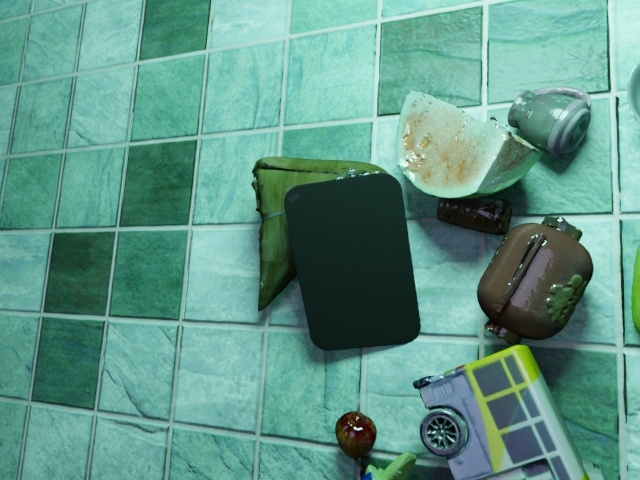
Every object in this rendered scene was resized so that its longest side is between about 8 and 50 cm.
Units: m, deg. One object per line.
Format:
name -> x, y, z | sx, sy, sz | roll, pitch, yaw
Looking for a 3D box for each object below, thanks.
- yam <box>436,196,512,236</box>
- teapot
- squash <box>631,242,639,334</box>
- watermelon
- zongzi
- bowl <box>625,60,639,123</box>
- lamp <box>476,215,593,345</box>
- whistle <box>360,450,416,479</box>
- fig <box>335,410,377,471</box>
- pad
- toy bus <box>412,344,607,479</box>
yam -> 0.317, -0.060, 1.145 | 0.141, 0.079, 0.079 | 14, 86, 28
teapot -> 0.454, -0.254, 1.105 | 0.146, 0.116, 0.148 | 37, 100, 35
squash -> 0.596, 0.081, 1.001 | 0.066, 0.066, 0.201 | 0, 80, 24
watermelon -> 0.273, -0.195, 1.122 | 0.223, 0.180, 0.305 | -23, 38, -20
zongzi -> 0.000, 0.000, 1.237 | 0.322, 0.160, 0.361 | 6, 92, 23
bowl -> 0.667, -0.264, 1.025 | 0.189, 0.086, 0.189 | -5, 78, 25
lamp -> 0.393, 0.070, 1.030 | 0.180, 0.180, 0.258 | 29, 93, 25
whistle -> 0.109, 0.511, 1.118 | 0.227, 0.105, 0.085 | -52, 35, 5
fig -> 0.071, 0.425, 1.167 | 0.088, 0.089, 0.125 | 12, 108, 25
pad -> 0.105, 0.043, 1.180 | 0.314, 0.063, 0.376 | -6, 105, 12
toy bus -> 0.356, 0.419, 0.965 | 0.249, 0.209, 0.440 | -26, 69, 16
